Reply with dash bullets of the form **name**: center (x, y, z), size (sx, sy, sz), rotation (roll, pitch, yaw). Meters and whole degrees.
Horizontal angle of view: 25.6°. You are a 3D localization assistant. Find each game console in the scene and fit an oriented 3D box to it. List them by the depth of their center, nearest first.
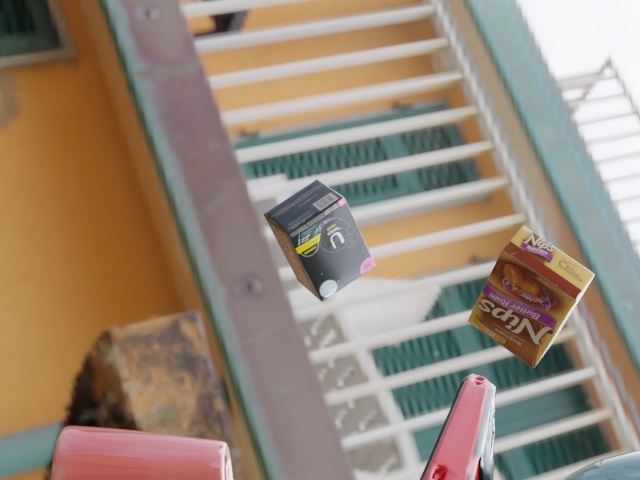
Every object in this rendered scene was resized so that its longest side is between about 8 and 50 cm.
- **game console**: center (0.113, 0.364, 1.296), size (0.342, 0.060, 0.386), rotation (-62, 153, -62)

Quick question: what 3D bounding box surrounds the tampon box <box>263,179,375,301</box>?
- **tampon box**: center (0.000, 0.000, 2.458), size (0.101, 0.120, 0.161), rotation (38, -21, 55)

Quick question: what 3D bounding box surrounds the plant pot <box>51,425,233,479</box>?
- **plant pot**: center (-0.253, 0.401, 2.075), size (0.275, 0.243, 0.274), rotation (-5, 90, -89)

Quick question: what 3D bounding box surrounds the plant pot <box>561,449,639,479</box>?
- **plant pot**: center (0.422, 0.403, 1.802), size (0.293, 0.235, 0.293), rotation (-2, 90, -77)

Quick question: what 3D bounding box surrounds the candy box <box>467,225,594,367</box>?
- **candy box**: center (0.261, 0.074, 1.768), size (0.109, 0.053, 0.186), rotation (35, -29, 13)
